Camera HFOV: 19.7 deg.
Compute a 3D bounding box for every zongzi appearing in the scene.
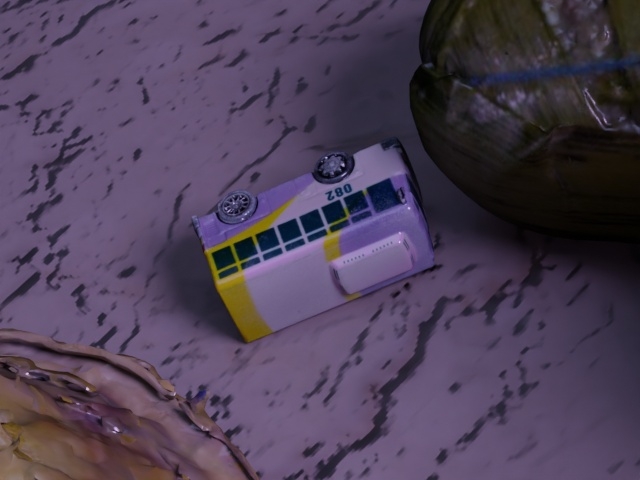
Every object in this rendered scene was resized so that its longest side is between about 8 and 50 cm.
[{"bbox_3d":[0.220,-0.005,0.729,0.323,0.160,0.360,-24,71,23],"label":"zongzi"}]

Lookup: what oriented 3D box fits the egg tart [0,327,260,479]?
[{"bbox_3d":[-0.182,0.153,0.698,0.352,0.150,0.352,-8,48,9],"label":"egg tart"}]

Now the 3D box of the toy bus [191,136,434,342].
[{"bbox_3d":[0.000,0.000,0.833,0.102,0.052,0.058,-22,48,2],"label":"toy bus"}]
